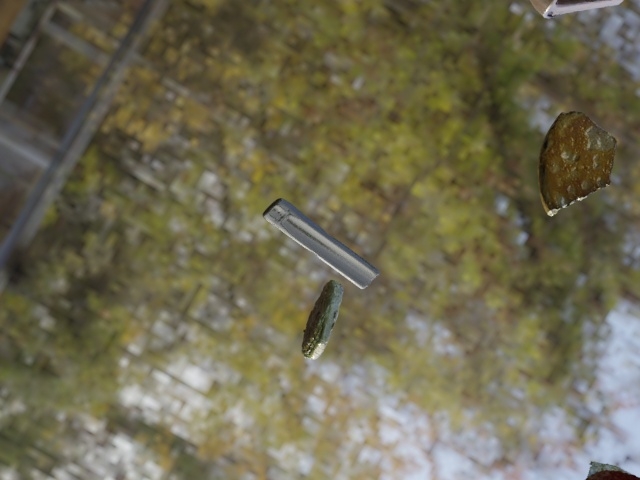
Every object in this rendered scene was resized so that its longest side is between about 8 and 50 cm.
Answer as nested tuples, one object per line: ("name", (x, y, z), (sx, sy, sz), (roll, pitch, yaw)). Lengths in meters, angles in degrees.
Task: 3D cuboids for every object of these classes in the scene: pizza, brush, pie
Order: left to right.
("brush", (0.000, 0.000, 2.156), (0.034, 0.190, 0.027), (-45, -141, 12))
("pie", (0.002, 0.079, 1.807), (0.084, 0.020, 0.084), (-160, -90, -81))
("pizza", (0.333, -0.100, 2.335), (0.036, 0.099, 0.160), (80, 19, -63))

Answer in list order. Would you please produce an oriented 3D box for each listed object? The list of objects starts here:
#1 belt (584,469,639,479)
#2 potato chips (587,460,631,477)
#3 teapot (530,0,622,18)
("belt", (0.246, 0.255, 1.270), (0.124, 0.201, 0.128), (-49, -179, -30))
("potato chips", (0.399, 0.397, 2.422), (0.059, 0.167, 0.228), (-21, -118, 32))
("teapot", (0.341, -0.314, 1.628), (0.344, 0.253, 0.300), (-12, 154, -49))
